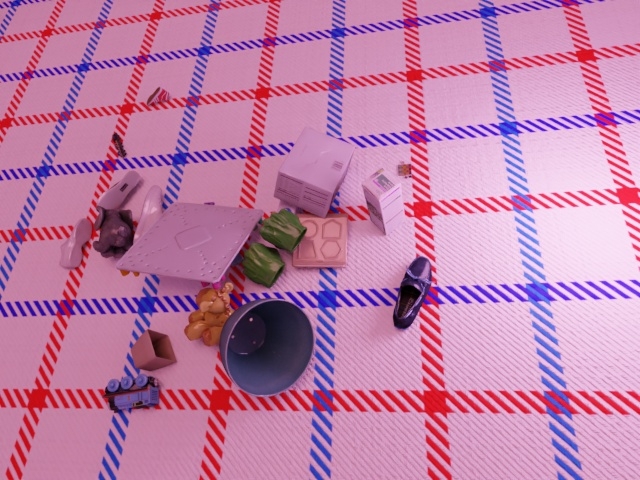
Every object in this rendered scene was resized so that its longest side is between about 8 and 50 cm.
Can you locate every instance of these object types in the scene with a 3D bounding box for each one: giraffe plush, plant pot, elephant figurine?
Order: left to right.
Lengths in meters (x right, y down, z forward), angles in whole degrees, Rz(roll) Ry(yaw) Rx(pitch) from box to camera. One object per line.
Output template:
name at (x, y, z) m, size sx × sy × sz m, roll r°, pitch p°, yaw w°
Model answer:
elephant figurine at (-0.807, -0.064, 1.903) m, size 0.186 × 0.169 × 0.239 m, roll -25°, pitch 63°, yaw 5°
plant pot at (-0.565, 0.375, 1.647) m, size 0.096 × 0.109 × 0.109 m, roll -34°, pitch 59°, yaw 7°
giraffe plush at (-0.347, 0.226, 1.610) m, size 0.211 × 0.170 × 0.181 m, roll 0°, pitch 39°, yaw 9°
plant pot at (-0.193, 0.307, 1.525) m, size 0.290 × 0.290 × 0.195 m, roll -53°, pitch 29°, yaw -17°

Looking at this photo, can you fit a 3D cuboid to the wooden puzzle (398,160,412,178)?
wooden puzzle at (0.317, -0.265, 1.856) m, size 0.050 × 0.006 × 0.083 m, roll -3°, pitch 61°, yaw 11°

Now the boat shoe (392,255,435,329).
boat shoe at (0.302, 0.159, 1.575) m, size 0.109 × 0.089 × 0.258 m, roll 10°, pitch 64°, yaw 17°

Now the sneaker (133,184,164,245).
sneaker at (-0.639, -0.085, 1.935) m, size 0.123 × 0.106 × 0.289 m, roll 9°, pitch 58°, yaw -11°

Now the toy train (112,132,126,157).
toy train at (-0.903, -0.424, 2.208) m, size 0.036 × 0.027 × 0.158 m, roll -31°, pitch 59°, yaw -1°

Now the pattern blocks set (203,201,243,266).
pattern blocks set at (-0.421, -0.009, 1.868) m, size 0.286 × 0.026 × 0.324 m, roll -20°, pitch 59°, yaw 2°

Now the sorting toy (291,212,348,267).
sorting toy at (0.000, 0.000, 1.748) m, size 0.193 × 0.038 × 0.208 m, roll 0°, pitch 69°, yaw 8°

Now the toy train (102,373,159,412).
toy train at (-0.614, 0.496, 1.603) m, size 0.184 × 0.080 × 0.105 m, roll -12°, pitch 66°, yaw 6°

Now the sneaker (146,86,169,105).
sneaker at (-0.754, -0.660, 2.304) m, size 0.119 × 0.067 × 0.042 m, roll -32°, pitch 57°, yaw 29°

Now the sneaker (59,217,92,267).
sneaker at (-0.986, 0.007, 1.965) m, size 0.094 × 0.080 × 0.212 m, roll -4°, pitch 61°, yaw 24°

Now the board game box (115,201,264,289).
board game box at (-0.443, 0.006, 1.734) m, size 0.391 × 0.050 × 0.389 m, roll 6°, pitch 40°, yaw 18°

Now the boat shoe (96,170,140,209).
boat shoe at (-0.833, -0.197, 2.045) m, size 0.078 × 0.070 × 0.219 m, roll 46°, pitch 67°, yaw -15°

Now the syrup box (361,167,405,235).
syrup box at (0.217, -0.127, 1.668) m, size 0.096 × 0.236 × 0.093 m, roll -37°, pitch 59°, yaw -9°

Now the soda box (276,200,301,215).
soda box at (-0.115, -0.110, 1.828) m, size 0.069 × 0.074 × 0.216 m, roll 5°, pitch 63°, yaw 15°

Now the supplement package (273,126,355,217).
supplement package at (-0.019, -0.248, 1.779) m, size 0.204 × 0.145 × 0.261 m, roll 23°, pitch 53°, yaw 3°

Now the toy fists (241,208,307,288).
toy fists at (-0.166, 0.023, 1.712) m, size 0.142 × 0.096 × 0.279 m, roll 34°, pitch 100°, yaw 11°
